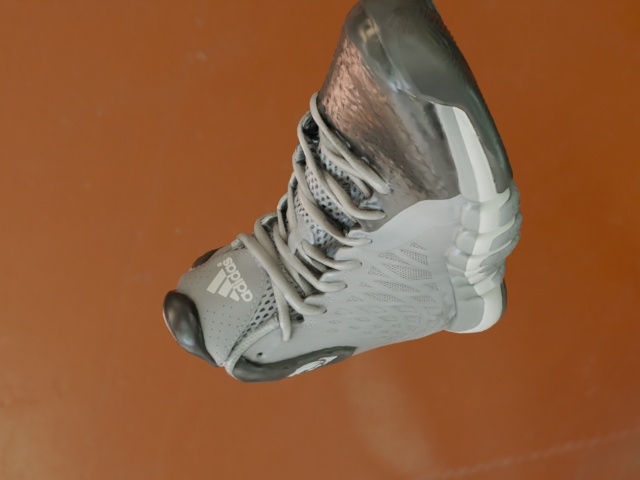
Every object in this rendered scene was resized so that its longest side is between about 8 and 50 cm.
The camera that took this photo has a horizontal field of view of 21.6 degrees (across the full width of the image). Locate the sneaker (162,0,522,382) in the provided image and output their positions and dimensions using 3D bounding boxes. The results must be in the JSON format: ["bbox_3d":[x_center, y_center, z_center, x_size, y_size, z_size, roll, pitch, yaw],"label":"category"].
[{"bbox_3d":[0.000,0.000,0.623,0.132,0.086,0.228,-23,153,-3],"label":"sneaker"}]
